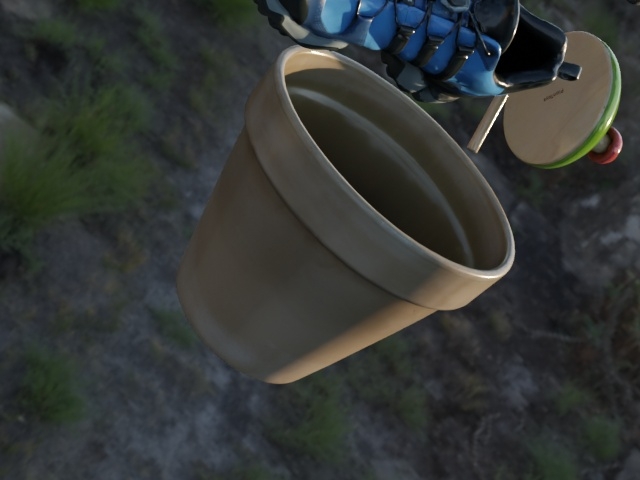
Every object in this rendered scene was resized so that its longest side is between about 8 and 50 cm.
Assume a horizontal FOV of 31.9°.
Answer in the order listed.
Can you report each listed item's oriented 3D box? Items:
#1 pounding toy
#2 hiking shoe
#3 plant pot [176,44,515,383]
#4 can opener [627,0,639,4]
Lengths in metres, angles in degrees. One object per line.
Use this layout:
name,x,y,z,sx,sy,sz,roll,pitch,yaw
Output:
pounding toy,0.328,-0.172,1.490,0.110,0.183,0.237,20,-2,-33
hiking shoe,0.072,-0.176,0.788,0.304,0.132,0.113,12,84,-55
plant pot,0.000,0.000,1.215,0.323,0.280,0.323,32,29,-21
can opener,0.395,-0.235,1.221,0.095,0.076,0.283,162,-93,-75
